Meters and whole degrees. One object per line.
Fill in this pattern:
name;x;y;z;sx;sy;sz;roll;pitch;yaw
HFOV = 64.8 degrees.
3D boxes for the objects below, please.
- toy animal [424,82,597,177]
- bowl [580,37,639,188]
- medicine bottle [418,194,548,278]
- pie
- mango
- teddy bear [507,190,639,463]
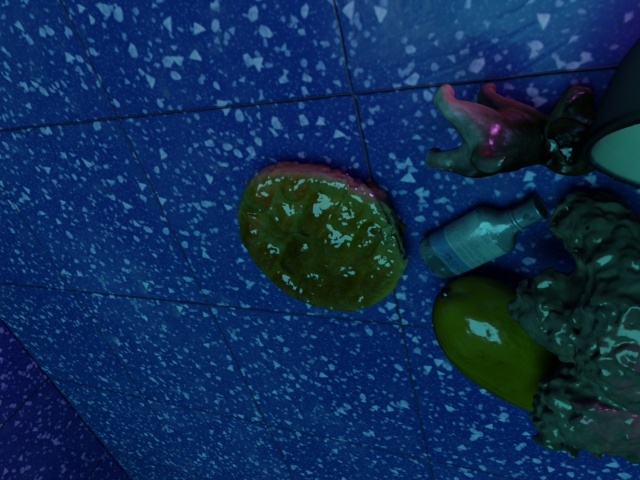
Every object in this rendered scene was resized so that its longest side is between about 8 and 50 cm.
toy animal;0.248;-0.137;0.642;0.168;0.233;0.121;45;138;47
bowl;0.450;-0.150;0.464;0.353;0.354;0.185;12;88;18
medicine bottle;0.261;-0.007;0.815;0.090;0.054;0.208;46;131;-12
pie;0.000;0.000;0.939;0.339;0.083;0.340;12;130;14
mango;0.323;0.191;0.890;0.195;0.142;0.332;-21;116;44
teddy bear;0.430;0.160;0.727;0.357;0.224;0.368;25;125;4
